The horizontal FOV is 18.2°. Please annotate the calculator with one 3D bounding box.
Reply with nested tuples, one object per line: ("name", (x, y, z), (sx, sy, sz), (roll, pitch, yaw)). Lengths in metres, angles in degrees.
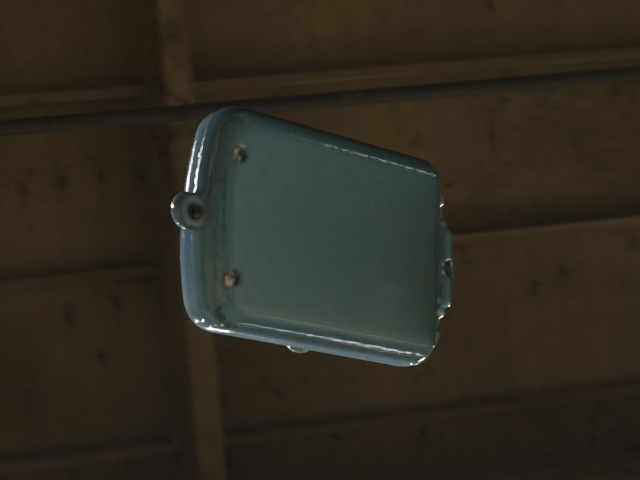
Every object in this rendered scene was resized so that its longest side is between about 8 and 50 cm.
("calculator", (0.000, 0.000, 1.071), (0.210, 0.039, 0.121), (12, -105, -44))
